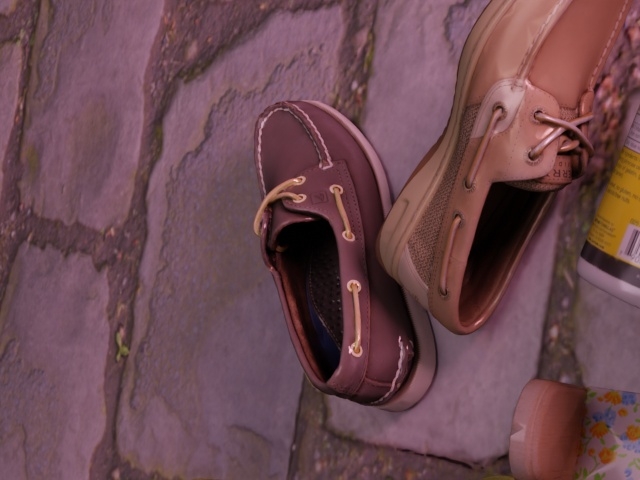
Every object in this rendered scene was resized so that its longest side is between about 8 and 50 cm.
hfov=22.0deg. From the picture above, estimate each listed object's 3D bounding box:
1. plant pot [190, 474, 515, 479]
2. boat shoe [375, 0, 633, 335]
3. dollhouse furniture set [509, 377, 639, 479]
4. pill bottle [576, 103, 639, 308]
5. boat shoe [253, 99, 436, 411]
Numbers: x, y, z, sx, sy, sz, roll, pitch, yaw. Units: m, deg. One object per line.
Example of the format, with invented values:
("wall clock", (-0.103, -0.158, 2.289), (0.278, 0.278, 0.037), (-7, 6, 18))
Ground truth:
("plant pot", (0.007, 0.282, 1.184), (0.276, 0.254, 0.276), (-165, 90, -69))
("boat shoe", (0.163, -0.081, 1.271), (0.110, 0.122, 0.341), (50, 127, 37))
("dollhouse furniture set", (0.279, 0.106, 0.906), (0.362, 0.256, 0.394), (5, 83, 28))
("pill bottle", (0.268, -0.052, 1.137), (0.119, 0.119, 0.208), (31, 103, 47))
("boat shoe", (0.000, 0.000, 1.436), (0.116, 0.097, 0.324), (-42, 53, 34))
